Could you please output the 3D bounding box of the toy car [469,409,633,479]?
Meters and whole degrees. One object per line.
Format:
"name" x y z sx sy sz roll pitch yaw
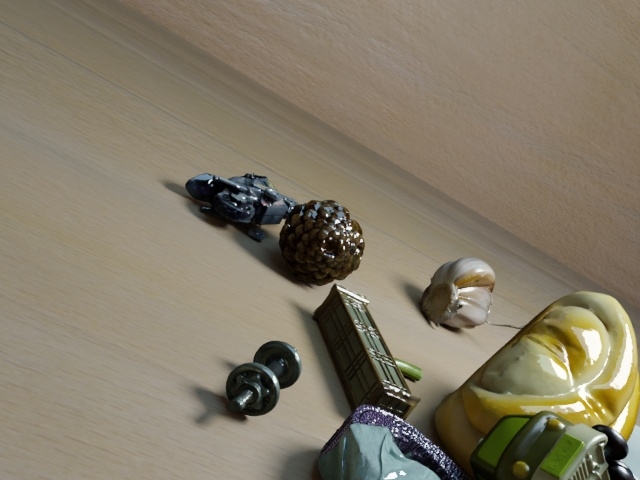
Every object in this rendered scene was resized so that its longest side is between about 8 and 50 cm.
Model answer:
"toy car" 0.317 0.351 1.194 0.198 0.204 0.248 22 -32 44

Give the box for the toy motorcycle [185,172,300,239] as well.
"toy motorcycle" -0.159 -0.089 1.821 0.173 0.108 0.307 33 16 25

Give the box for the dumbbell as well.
"dumbbell" -0.081 0.202 1.217 0.081 0.082 0.254 37 18 7

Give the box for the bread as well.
"bread" 0.399 0.257 1.500 0.424 0.245 0.329 -33 35 -32

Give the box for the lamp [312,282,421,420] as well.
"lamp" 0.076 0.206 1.488 0.090 0.089 0.325 26 20 -27

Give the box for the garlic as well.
"garlic" 0.365 0.165 2.017 0.256 0.207 0.207 42 18 25

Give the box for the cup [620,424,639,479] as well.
"cup" 0.627 0.514 1.576 0.347 0.163 0.347 32 18 -12

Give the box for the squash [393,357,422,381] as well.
"squash" 0.165 0.254 1.630 0.083 0.027 0.027 27 19 -26

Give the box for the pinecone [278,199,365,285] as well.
"pinecone" -0.001 -0.004 1.748 0.204 0.179 0.184 -121 -170 -64

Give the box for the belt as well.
"belt" 0.134 0.366 1.121 0.260 0.122 0.325 21 23 -51
